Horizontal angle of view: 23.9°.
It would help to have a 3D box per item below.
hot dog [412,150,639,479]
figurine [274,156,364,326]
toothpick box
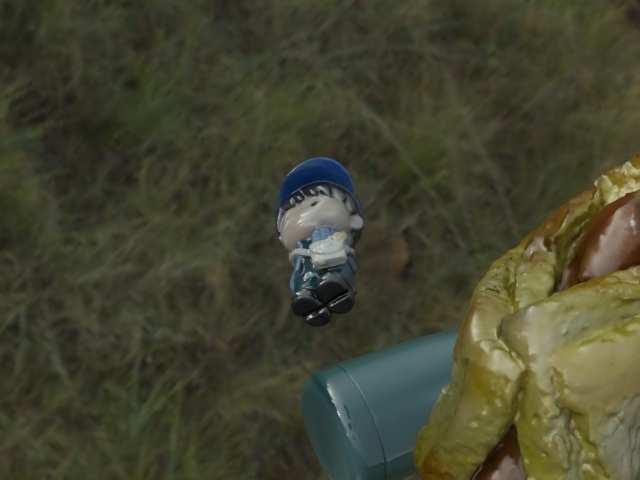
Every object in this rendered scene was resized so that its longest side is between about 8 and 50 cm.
[{"bbox_3d":[0.069,0.038,0.437,0.061,0.078,0.168,27,84,-36],"label":"hot dog"},{"bbox_3d":[0.006,0.005,1.123,0.079,0.077,0.136,37,29,-42],"label":"figurine"},{"bbox_3d":[0.085,0.150,1.389,0.184,0.120,0.120,-19,67,-19],"label":"toothpick box"}]
